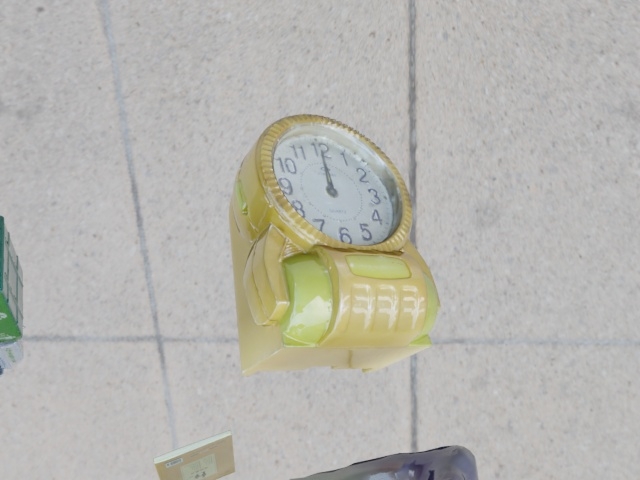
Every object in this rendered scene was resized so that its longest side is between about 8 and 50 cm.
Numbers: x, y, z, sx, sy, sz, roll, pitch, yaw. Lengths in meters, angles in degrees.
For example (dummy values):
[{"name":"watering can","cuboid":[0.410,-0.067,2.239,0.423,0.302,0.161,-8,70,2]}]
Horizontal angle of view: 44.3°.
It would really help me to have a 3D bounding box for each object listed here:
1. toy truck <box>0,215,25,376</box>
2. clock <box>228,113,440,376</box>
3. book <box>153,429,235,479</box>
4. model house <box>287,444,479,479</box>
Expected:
[{"name":"toy truck","cuboid":[-0.359,0.053,0.769,0.124,0.114,0.253,-6,150,-11]},{"name":"clock","cuboid":[0.000,0.000,0.994,0.244,0.317,0.200,5,148,-35]},{"name":"book","cuboid":[-0.186,0.340,1.186,0.118,0.012,0.172,-17,149,-16]},{"name":"model house","cuboid":[0.026,0.207,0.197,0.312,0.280,0.245,-6,103,57]}]
